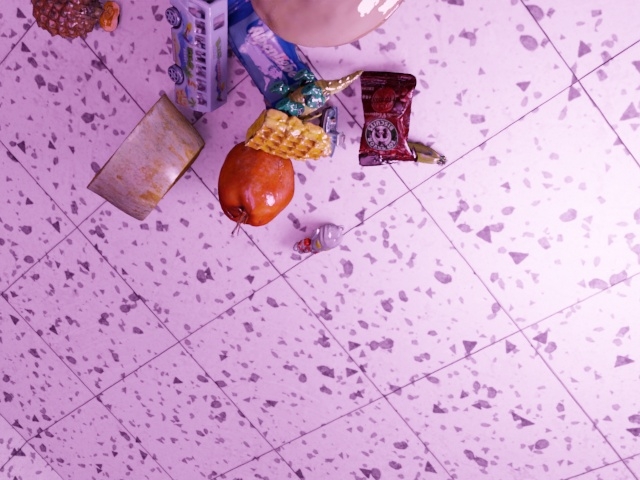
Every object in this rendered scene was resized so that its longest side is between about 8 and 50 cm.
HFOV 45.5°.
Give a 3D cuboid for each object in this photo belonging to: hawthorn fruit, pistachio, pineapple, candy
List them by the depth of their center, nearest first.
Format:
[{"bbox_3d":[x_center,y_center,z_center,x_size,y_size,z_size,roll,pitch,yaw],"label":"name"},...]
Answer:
[{"bbox_3d":[0.029,-0.625,1.660,0.445,0.281,0.365,-38,95,28],"label":"pistachio"},{"bbox_3d":[-0.140,-0.471,1.934,0.187,0.077,0.331,-26,108,24],"label":"candy"},{"bbox_3d":[-0.650,-0.610,2.005,0.193,0.166,0.166,11,120,15],"label":"pineapple"},{"bbox_3d":[-0.179,-0.128,2.007,0.211,0.299,0.211,11,137,10],"label":"hawthorn fruit"}]

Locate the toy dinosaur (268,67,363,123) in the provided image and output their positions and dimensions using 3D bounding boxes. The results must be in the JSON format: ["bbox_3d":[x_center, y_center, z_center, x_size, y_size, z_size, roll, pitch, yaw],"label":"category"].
[{"bbox_3d":[-0.017,-0.363,1.886,0.259,0.153,0.094,-32,63,16],"label":"toy dinosaur"}]

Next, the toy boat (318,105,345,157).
[{"bbox_3d":[0.032,-0.278,1.976,0.066,0.059,0.140,23,126,27],"label":"toy boat"}]

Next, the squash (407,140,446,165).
[{"bbox_3d":[0.231,-0.224,1.936,0.183,0.052,0.052,15,121,15],"label":"squash"}]

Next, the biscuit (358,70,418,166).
[{"bbox_3d":[0.167,-0.298,1.882,0.151,0.063,0.236,6,106,25],"label":"biscuit"}]

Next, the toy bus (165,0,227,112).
[{"bbox_3d":[-0.307,-0.489,1.928,0.135,0.109,0.330,28,136,23],"label":"toy bus"}]

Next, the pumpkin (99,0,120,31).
[{"bbox_3d":[-0.561,-0.603,2.050,0.050,0.028,0.083,25,115,-2],"label":"pumpkin"}]

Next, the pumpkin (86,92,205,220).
[{"bbox_3d":[-0.452,-0.215,2.060,0.199,0.332,0.332,36,125,-17],"label":"pumpkin"}]

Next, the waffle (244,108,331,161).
[{"bbox_3d":[-0.067,-0.255,1.912,0.210,0.055,0.160,15,162,-18],"label":"waffle"}]

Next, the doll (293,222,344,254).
[{"bbox_3d":[0.000,0.000,2.137,0.180,0.079,0.094,-26,134,37],"label":"doll"}]
